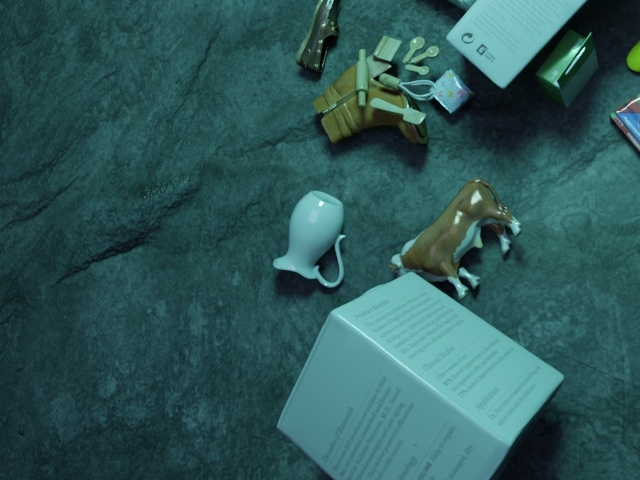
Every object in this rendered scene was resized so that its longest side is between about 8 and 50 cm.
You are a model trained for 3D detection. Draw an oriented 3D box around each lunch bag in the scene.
[{"bbox_3d":[0.301,-0.341,1.582,0.071,0.053,0.083,-46,78,18],"label":"lunch bag"}]

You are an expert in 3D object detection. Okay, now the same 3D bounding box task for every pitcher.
[{"bbox_3d":[0.000,0.000,1.672,0.178,0.125,0.207,25,108,5],"label":"pitcher"}]

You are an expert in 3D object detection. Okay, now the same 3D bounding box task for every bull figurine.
[{"bbox_3d":[0.295,0.014,1.529,0.188,0.101,0.310,42,106,19],"label":"bull figurine"}]

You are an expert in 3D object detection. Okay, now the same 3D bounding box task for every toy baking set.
[{"bbox_3d":[0.168,-0.369,1.558,0.197,0.030,0.256,-5,64,24],"label":"toy baking set"}]

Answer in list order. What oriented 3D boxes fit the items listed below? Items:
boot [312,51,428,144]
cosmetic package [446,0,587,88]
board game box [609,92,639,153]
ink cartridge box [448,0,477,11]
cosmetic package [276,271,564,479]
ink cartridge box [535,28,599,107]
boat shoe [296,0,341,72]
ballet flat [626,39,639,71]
[{"bbox_3d":[0.112,-0.294,1.635,0.220,0.109,0.283,-33,70,18],"label":"boot"},{"bbox_3d":[0.469,-0.532,1.359,0.161,0.230,0.453,42,117,1],"label":"cosmetic package"},{"bbox_3d":[0.728,-0.188,1.377,0.145,0.027,0.281,-38,71,17],"label":"board game box"},{"bbox_3d":[0.339,-0.653,1.569,0.158,0.092,0.218,40,101,23],"label":"ink cartridge box"},{"bbox_3d":[0.198,0.326,1.380,0.394,0.329,0.327,36,120,24],"label":"cosmetic package"},{"bbox_3d":[0.500,-0.353,1.399,0.062,0.209,0.109,41,103,22],"label":"ink cartridge box"},{"bbox_3d":[0.012,-0.522,1.730,0.073,0.073,0.207,28,105,23],"label":"boat shoe"},{"bbox_3d":[0.725,-0.414,1.369,0.231,0.077,0.077,-22,77,23],"label":"ballet flat"}]
